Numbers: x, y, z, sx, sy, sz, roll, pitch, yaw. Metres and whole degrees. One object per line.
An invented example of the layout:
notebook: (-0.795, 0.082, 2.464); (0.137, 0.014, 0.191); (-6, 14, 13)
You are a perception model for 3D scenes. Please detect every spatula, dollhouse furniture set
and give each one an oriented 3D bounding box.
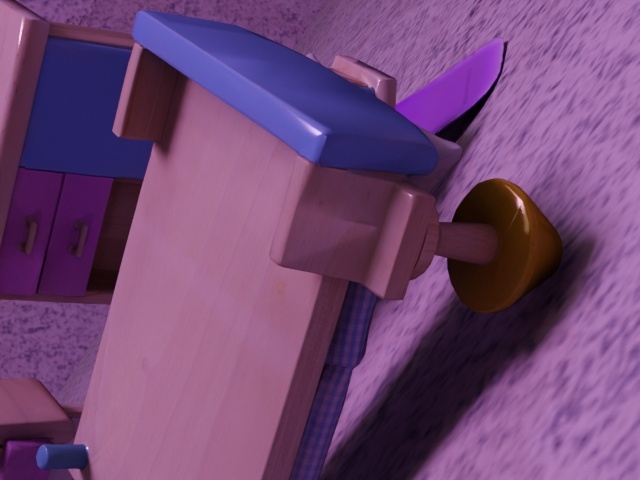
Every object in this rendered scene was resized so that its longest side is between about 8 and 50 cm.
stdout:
spatula: (0.000, 0.000, 0.916); (0.296, 0.030, 0.084); (-51, 11, 26)
dollhouse furniture set: (-0.018, 0.060, 0.669); (0.303, 0.198, 0.286); (35, 114, 52)
